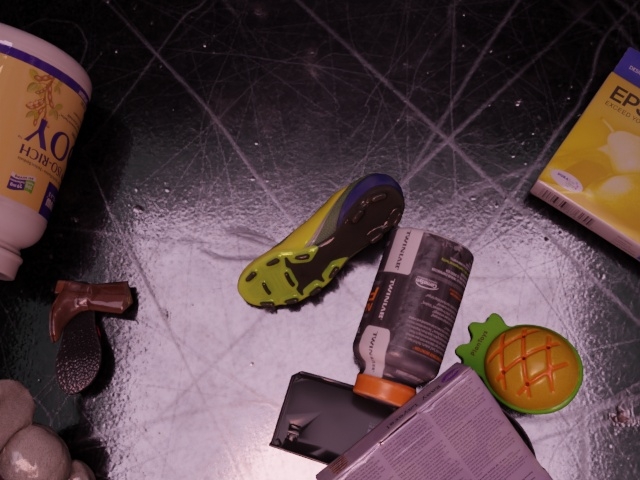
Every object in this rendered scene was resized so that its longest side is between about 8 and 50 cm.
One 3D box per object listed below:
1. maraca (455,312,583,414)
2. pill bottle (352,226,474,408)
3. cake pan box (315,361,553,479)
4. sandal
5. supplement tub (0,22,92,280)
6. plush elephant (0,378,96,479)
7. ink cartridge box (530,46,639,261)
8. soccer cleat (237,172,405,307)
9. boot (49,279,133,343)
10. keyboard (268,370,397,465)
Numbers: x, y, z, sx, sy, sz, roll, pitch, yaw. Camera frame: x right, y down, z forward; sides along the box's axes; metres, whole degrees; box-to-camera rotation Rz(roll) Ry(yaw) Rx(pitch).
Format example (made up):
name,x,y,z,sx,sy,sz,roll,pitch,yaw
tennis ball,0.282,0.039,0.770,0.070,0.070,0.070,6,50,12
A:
name,x,y,z,sx,sy,sz,roll,pitch,yaw
maraca,0.283,0.175,1.188,0.186,0.099,0.127,24,74,35
pill bottle,0.125,0.115,1.188,0.130,0.130,0.245,18,77,7
cake pan box,0.168,0.331,1.108,0.267,0.070,0.246,-38,99,-7
sandal,-0.360,0.148,1.253,0.067,0.040,0.179,-5,61,-4
supplement tub,-0.497,-0.128,1.221,0.241,0.241,0.331,13,77,6
plush elephant,-0.455,0.331,1.113,0.330,0.255,0.272,-2,118,34
ink cartridge box,0.532,-0.118,1.266,0.303,0.072,0.307,34,81,10
soccer cleat,0.001,0.001,1.254,0.289,0.121,0.093,-35,113,8
boot,-0.339,0.105,1.235,0.114,0.037,0.106,4,62,-6
keyboard,0.082,0.323,1.189,0.317,0.033,0.201,16,71,7
